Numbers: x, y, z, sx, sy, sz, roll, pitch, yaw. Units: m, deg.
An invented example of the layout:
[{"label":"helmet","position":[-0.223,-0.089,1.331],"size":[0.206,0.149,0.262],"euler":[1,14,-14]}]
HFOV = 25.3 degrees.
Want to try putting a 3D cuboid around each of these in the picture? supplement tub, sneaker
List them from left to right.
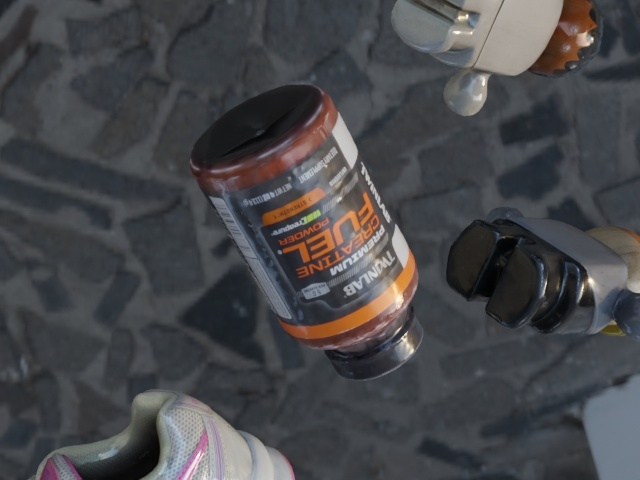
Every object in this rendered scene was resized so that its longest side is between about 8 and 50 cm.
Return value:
[{"label":"sneaker","position":[-0.139,0.176,0.793],"size":[0.252,0.103,0.111],"euler":[-45,119,-16]},{"label":"supplement tub","position":[0.000,0.000,0.963],"size":[0.106,0.106,0.198],"euler":[-23,118,14]}]

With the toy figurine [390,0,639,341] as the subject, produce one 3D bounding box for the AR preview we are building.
[{"label":"toy figurine","position":[0.154,-0.065,0.633],"size":[0.209,0.213,0.148],"euler":[-24,165,37]}]
